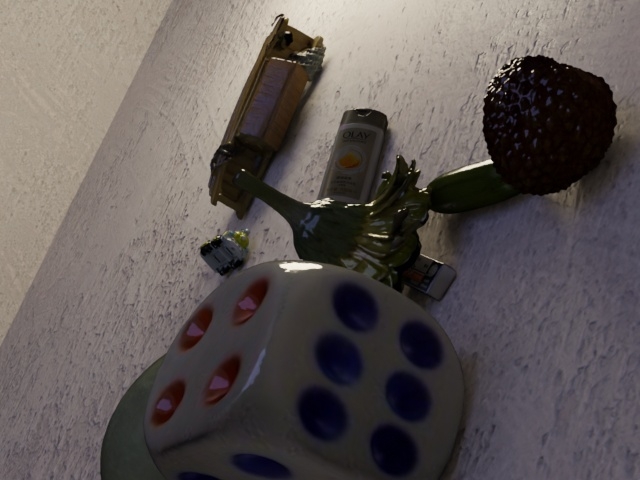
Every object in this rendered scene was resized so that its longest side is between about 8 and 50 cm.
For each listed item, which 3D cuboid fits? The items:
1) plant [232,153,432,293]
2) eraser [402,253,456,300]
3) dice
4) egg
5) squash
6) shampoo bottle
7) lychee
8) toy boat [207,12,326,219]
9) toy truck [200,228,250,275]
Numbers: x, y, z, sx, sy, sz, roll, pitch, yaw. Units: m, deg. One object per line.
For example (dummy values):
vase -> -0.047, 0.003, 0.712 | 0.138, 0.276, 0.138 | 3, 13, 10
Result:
plant -> 0.042, -0.014, 1.895 | 0.261, 0.297, 0.306 | -7, 40, 42
eraser -> 0.151, 0.049, 1.872 | 0.052, 0.029, 0.122 | -58, 23, -3
dice -> -0.022, 0.210, 1.652 | 0.304, 0.304, 0.277 | -26, 37, 50
egg -> -0.179, 0.293, 1.913 | 0.352, 0.258, 0.258 | -43, 25, 10
squash -> 0.215, -0.075, 1.864 | 0.252, 0.066, 0.066 | -16, 45, 58
shampoo bottle -> 0.056, -0.132, 2.235 | 0.086, 0.056, 0.227 | 7, 54, 15
lychee -> 0.295, -0.148, 1.679 | 0.188, 0.188, 0.188 | -44, 26, 28
toy boat -> -0.113, -0.254, 2.680 | 0.162, 0.136, 0.445 | -5, 59, 66
toy truck -> -0.180, 0.014, 2.529 | 0.111, 0.076, 0.077 | -29, 16, 46
